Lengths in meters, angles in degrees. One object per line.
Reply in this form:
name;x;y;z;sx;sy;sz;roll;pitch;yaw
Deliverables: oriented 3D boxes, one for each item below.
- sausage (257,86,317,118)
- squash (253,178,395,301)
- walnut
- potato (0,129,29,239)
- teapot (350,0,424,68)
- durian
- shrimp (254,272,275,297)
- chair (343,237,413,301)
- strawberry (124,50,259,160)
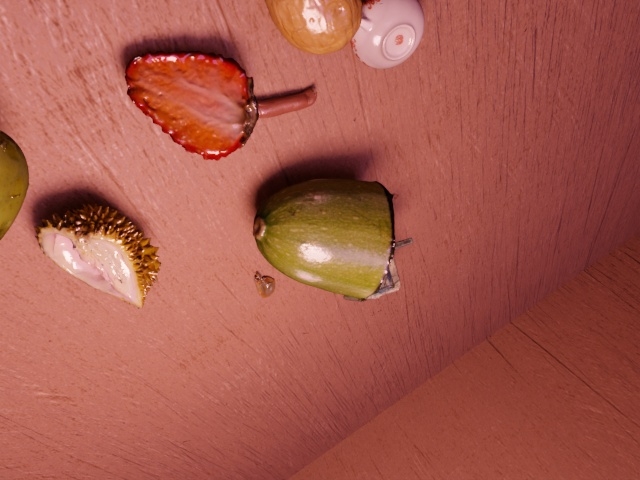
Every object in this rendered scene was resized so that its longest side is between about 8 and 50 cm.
sausage;-0.076;-0.291;0.965;0.158;0.036;0.042;-21;148;-20
squash;-0.020;-0.016;1.109;0.309;0.310;0.310;7;123;-18
walnut;-0.013;-0.428;0.796;0.165;0.165;0.197;-38;139;-1
potato;-0.580;-0.064;0.681;0.216;0.216;0.304;14;126;-43
teapot;0.130;-0.440;0.940;0.245;0.116;0.159;14;140;-36
durian;-0.436;0.012;0.912;0.138;0.183;0.249;-65;143;-27
shrimp;-0.156;0.122;1.288;0.059;0.023;0.108;-32;139;-22
chair;0.158;0.090;1.285;0.136;0.270;0.147;-17;92;-23
strawberry;-0.236;-0.253;0.839;0.236;0.111;0.190;19;86;-21
